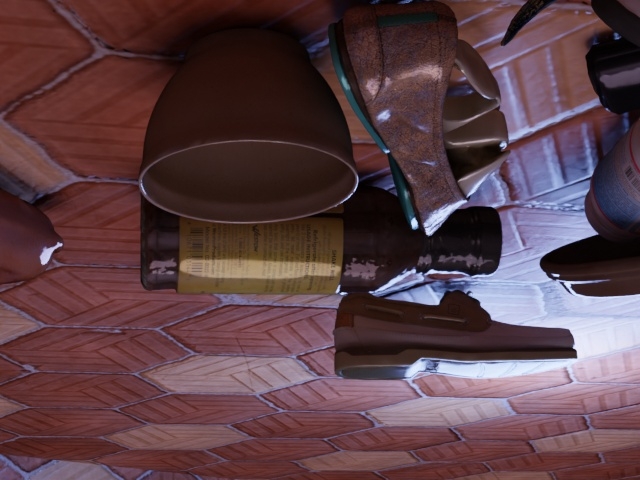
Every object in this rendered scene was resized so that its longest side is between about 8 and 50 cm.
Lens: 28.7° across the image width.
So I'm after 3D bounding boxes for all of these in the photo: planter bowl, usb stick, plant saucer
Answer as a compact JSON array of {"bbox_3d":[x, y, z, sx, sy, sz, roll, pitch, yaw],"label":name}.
[{"bbox_3d":[-0.054,-0.090,0.938,0.162,0.109,0.162,-2,160,-1],"label":"planter bowl"},{"bbox_3d":[0.334,-0.148,0.915,0.278,0.045,0.077,-11,151,25],"label":"usb stick"},{"bbox_3d":[0.349,0.007,1.190,0.278,0.041,0.278,-14,-176,1],"label":"plant saucer"}]

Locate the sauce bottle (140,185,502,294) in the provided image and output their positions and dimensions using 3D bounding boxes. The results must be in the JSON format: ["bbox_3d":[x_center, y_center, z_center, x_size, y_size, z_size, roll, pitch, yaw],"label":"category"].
[{"bbox_3d":[0.000,0.000,1.194,0.344,0.111,0.111,3,160,-8],"label":"sauce bottle"}]

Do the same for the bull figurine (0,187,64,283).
[{"bbox_3d":[-0.359,-0.026,1.106,0.188,0.101,0.310,-5,158,20],"label":"bull figurine"}]

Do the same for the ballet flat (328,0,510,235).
[{"bbox_3d":[0.093,-0.088,0.980,0.106,0.107,0.316,-15,159,9],"label":"ballet flat"}]

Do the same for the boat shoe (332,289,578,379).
[{"bbox_3d":[0.167,0.112,1.536,0.302,0.103,0.113,1,161,-7],"label":"boat shoe"}]

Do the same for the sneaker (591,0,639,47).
[{"bbox_3d":[0.327,-0.165,0.817,0.270,0.090,0.145,23,120,10],"label":"sneaker"}]

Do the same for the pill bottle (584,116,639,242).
[{"bbox_3d":[0.292,-0.055,1.107,0.087,0.087,0.160,1,161,-9],"label":"pill bottle"}]

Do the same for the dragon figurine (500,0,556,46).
[{"bbox_3d":[0.225,-0.198,0.699,0.289,0.085,0.144,-10,159,21],"label":"dragon figurine"}]
